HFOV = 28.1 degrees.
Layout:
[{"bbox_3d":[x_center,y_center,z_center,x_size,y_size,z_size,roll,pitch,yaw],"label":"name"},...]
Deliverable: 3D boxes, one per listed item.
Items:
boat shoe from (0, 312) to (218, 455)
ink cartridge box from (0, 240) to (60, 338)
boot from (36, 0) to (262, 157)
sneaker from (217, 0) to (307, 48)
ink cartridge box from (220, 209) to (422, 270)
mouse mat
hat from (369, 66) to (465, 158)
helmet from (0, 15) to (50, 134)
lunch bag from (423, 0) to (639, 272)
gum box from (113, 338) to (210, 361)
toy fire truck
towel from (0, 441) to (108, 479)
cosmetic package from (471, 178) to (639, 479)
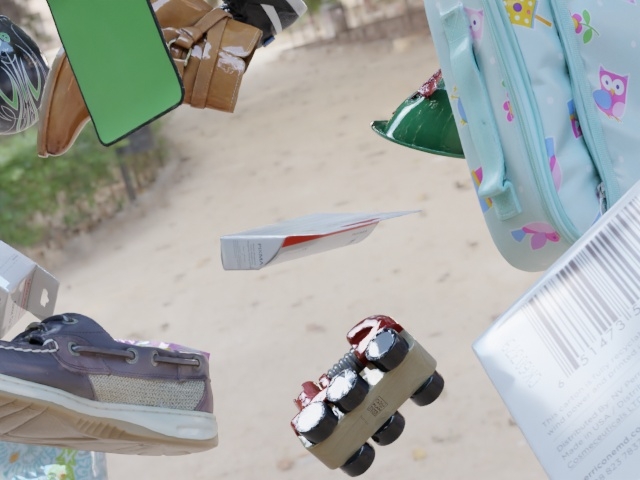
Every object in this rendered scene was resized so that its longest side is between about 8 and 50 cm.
[{"bbox_3d":[-0.189,0.099,0.936,0.102,0.092,0.285,-21,-28,39],"label":"boat shoe"},{"bbox_3d":[-0.460,0.054,1.750,0.067,0.198,0.115,-53,-9,-42],"label":"ink cartridge box"},{"bbox_3d":[-0.212,-0.193,1.584,0.220,0.283,0.109,23,-27,-3],"label":"boot"},{"bbox_3d":[-0.119,-0.330,1.693,0.121,0.217,0.079,-47,40,3],"label":"sneaker"},{"bbox_3d":[0.000,0.000,1.779,0.189,0.066,0.232,-14,13,-39],"label":"ink cartridge box"},{"bbox_3d":[-0.212,-0.203,1.296,0.152,0.190,0.007,-22,0,44],"label":"mouse mat"},{"bbox_3d":[0.175,-0.220,1.759,0.173,0.184,0.208,0,20,-31],"label":"hat"},{"bbox_3d":[-0.497,-0.249,1.992,0.169,0.162,0.169,-31,-5,-3],"label":"helmet"},{"bbox_3d":[0.200,-0.117,0.984,0.224,0.279,0.108,-14,-5,-36],"label":"lunch bag"},{"bbox_3d":[-0.226,0.184,1.613,0.062,0.107,0.188,20,-14,-38],"label":"gum box"},{"bbox_3d":[0.051,0.209,1.890,0.217,0.158,0.246,-46,29,0],"label":"toy fire truck"},{"bbox_3d":[-0.491,0.387,1.872,0.374,0.321,0.090,3,-22,-26],"label":"towel"},{"bbox_3d":[0.204,0.083,0.617,0.151,0.183,0.151,-47,31,14],"label":"cosmetic package"}]
